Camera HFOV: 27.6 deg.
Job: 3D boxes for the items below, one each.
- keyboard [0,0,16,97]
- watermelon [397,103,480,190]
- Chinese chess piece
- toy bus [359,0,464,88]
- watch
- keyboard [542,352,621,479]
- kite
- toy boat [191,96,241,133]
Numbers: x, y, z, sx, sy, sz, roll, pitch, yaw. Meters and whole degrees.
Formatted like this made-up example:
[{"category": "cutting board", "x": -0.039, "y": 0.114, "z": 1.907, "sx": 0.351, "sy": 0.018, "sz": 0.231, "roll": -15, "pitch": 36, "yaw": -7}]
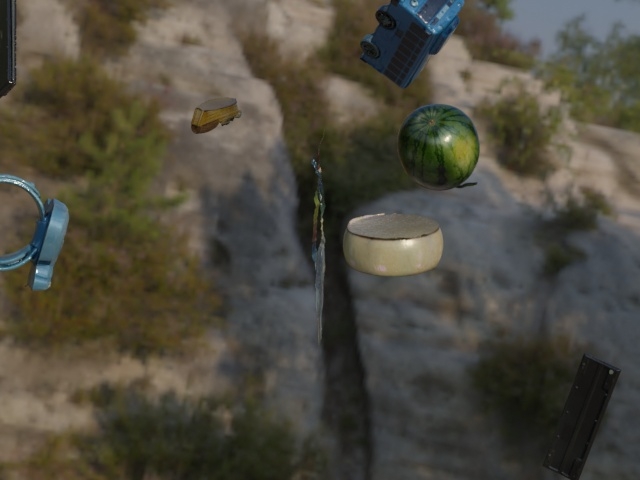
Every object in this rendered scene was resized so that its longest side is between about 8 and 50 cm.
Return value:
[{"category": "keyboard", "x": -0.594, "y": -0.373, "z": 2.442, "sx": 0.025, "sy": 0.230, "sz": 0.094, "roll": 14, "pitch": -31, "yaw": -38}, {"category": "watermelon", "x": 0.200, "y": -0.143, "z": 2.180, "sx": 0.141, "sy": 0.140, "sz": 0.187, "roll": 13, "pitch": -31, "yaw": 24}, {"category": "Chinese chess piece", "x": 0.088, "y": 0.005, "z": 1.576, "sx": 0.122, "sy": 0.051, "sz": 0.122, "roll": -2, "pitch": 16, "yaw": 0}, {"category": "toy bus", "x": 0.134, "y": -0.309, "z": 1.888, "sx": 0.106, "sy": 0.090, "sz": 0.184, "roll": 39, "pitch": -24, "yaw": 3}, {"category": "watch", "x": -0.557, "y": -0.020, "z": 2.322, "sx": 0.193, "sy": 0.211, "sz": 0.211, "roll": 17, "pitch": 3, "yaw": -16}, {"category": "keyboard", "x": 0.415, "y": 0.284, "z": 2.071, "sx": 0.067, "sy": 0.202, "sz": 0.011, "roll": 25, "pitch": 15, "yaw": 28}, {"category": "kite", "x": -0.002, "y": 0.000, "z": 1.773, "sx": 0.015, "sy": 0.310, "sz": 0.169, "roll": 2, "pitch": 25, "yaw": 3}, {"category": "toy boat", "x": -0.188, "y": -0.227, "z": 2.356, "sx": 0.047, "sy": 0.049, "sz": 0.149, "roll": 21, "pitch": 24, "yaw": 21}]
